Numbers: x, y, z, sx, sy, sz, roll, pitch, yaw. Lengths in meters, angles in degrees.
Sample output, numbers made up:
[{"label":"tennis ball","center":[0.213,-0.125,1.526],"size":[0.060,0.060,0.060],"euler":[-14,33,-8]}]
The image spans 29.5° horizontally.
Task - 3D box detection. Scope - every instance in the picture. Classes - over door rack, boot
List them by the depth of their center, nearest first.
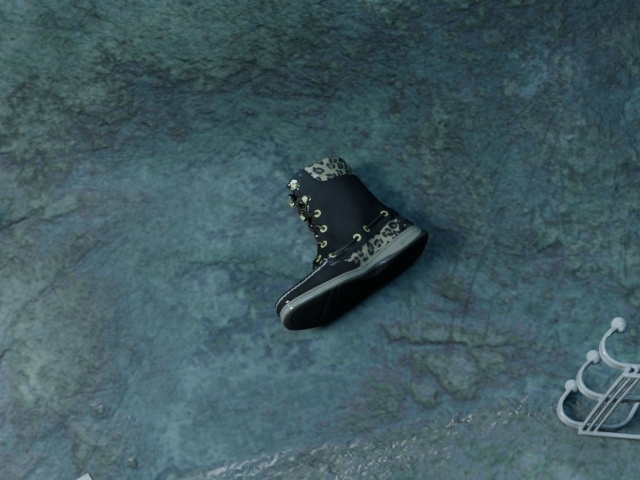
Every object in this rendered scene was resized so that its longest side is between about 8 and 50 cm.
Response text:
[{"label":"over door rack","center":[0.461,0.183,1.416],"size":[0.324,0.239,0.108],"euler":[16,65,5]},{"label":"boot","center":[0.001,0.001,1.573],"size":[0.236,0.085,0.178],"euler":[-30,64,-27]}]

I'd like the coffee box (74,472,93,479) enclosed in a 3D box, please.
[{"label":"coffee box","center":[-0.329,0.405,1.289],"size":[0.297,0.119,0.168],"euler":[-28,65,-19]}]
